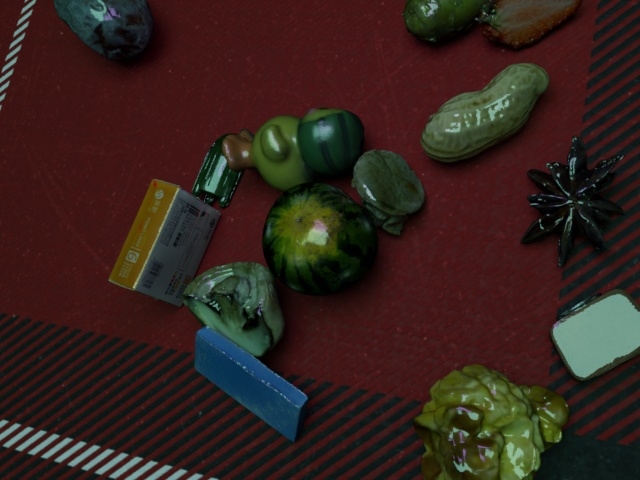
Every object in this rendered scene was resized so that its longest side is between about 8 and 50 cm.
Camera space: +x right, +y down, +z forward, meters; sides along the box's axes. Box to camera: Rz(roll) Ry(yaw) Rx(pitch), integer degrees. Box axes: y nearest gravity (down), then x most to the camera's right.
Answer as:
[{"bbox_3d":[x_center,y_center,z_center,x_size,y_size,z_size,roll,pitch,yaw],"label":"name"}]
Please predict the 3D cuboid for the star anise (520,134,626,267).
[{"bbox_3d":[0.547,-0.080,1.424,0.212,0.129,0.283,3,85,23],"label":"star anise"}]

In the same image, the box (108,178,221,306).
[{"bbox_3d":[-0.373,0.011,1.619,0.091,0.221,0.274,19,79,24],"label":"box"}]

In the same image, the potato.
[{"bbox_3d":[0.332,-0.609,1.623,0.298,0.141,0.176,-39,72,-6],"label":"potato"}]

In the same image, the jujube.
[{"bbox_3d":[-0.600,-0.643,1.849,0.308,0.246,0.215,43,91,16],"label":"jujube"}]

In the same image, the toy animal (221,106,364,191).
[{"bbox_3d":[-0.051,-0.214,1.601,0.338,0.216,0.191,-9,100,15],"label":"toy animal"}]

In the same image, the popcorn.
[{"bbox_3d":[0.333,0.377,1.320,0.332,0.225,0.265,-27,80,-15],"label":"popcorn"}]

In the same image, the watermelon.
[{"bbox_3d":[-0.002,0.000,1.496,0.269,0.269,0.269,-4,74,16],"label":"watermelon"}]

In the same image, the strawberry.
[{"bbox_3d":[0.480,-0.553,1.570,0.236,0.175,0.107,4,40,-20],"label":"strawberry"}]

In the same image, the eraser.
[{"bbox_3d":[-0.165,0.327,1.518,0.311,0.144,0.042,30,45,22],"label":"eraser"}]

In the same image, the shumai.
[{"bbox_3d":[0.148,-0.110,1.553,0.120,0.201,0.201,-48,60,45],"label":"shumai"}]

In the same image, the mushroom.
[{"bbox_3d":[-0.173,0.150,1.547,0.267,0.190,0.164,-2,33,43],"label":"mushroom"}]

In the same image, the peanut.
[{"bbox_3d":[0.380,-0.295,1.522,0.325,0.140,0.153,-36,52,3],"label":"peanut"}]

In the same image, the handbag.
[{"bbox_3d":[0.579,0.192,1.364,0.193,0.072,0.151,-30,69,9],"label":"handbag"}]

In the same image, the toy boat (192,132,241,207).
[{"bbox_3d":[-0.259,-0.187,1.727,0.104,0.052,0.210,20,81,4],"label":"toy boat"}]
